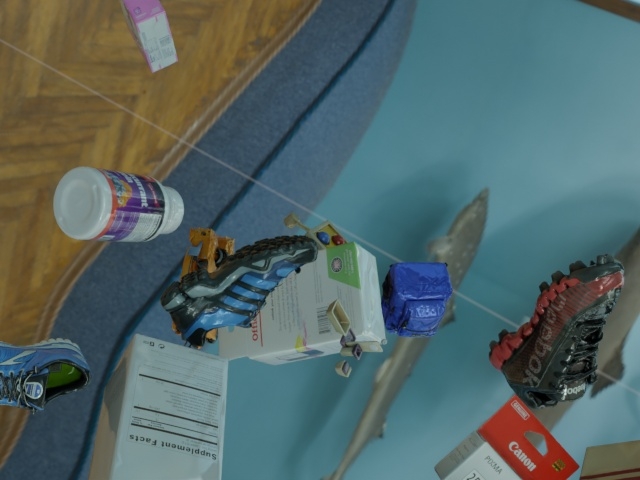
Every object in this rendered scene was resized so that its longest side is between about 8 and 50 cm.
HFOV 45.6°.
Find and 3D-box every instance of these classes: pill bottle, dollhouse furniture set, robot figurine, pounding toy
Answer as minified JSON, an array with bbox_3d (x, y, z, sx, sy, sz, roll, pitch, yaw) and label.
[{"bbox_3d":[-0.303,-0.052,1.175,0.193,0.108,0.108,3,115,-62],"label":"pill bottle"},{"bbox_3d":[0.058,0.163,1.295,0.114,0.081,0.091,62,39,-33],"label":"dollhouse furniture set"},{"bbox_3d":[-0.290,0.122,1.887,0.211,0.085,0.291,30,69,-68],"label":"robot figurine"},{"bbox_3d":[0.000,-0.007,1.947,0.094,0.206,0.181,-46,174,28],"label":"pounding toy"}]

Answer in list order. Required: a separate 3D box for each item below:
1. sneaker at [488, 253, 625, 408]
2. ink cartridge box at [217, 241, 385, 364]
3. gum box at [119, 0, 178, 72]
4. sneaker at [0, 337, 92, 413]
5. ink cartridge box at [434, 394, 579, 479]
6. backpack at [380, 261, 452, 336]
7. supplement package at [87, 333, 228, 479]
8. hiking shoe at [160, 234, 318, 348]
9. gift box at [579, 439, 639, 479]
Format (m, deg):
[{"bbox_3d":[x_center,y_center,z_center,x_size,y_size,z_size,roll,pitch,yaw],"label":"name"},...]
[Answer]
[{"bbox_3d":[0.326,0.132,1.001,0.098,0.135,0.276,-6,144,-25],"label":"sneaker"},{"bbox_3d":[-0.050,0.151,1.666,0.119,0.353,0.207,32,49,-58],"label":"ink cartridge box"},{"bbox_3d":[-0.344,-0.428,1.509,0.062,0.107,0.188,-28,165,-11],"label":"gum box"},{"bbox_3d":[-0.613,0.270,1.518,0.330,0.147,0.129,-4,106,-40],"label":"sneaker"},{"bbox_3d":[0.419,0.507,1.647,0.239,0.275,0.060,-42,-160,2],"label":"ink cartridge box"},{"bbox_3d":[0.140,0.100,1.161,0.120,0.098,0.101,104,-12,-53],"label":"backpack"},{"bbox_3d":[-0.267,0.336,1.246,0.177,0.175,0.293,-54,-154,37],"label":"supplement package"},{"bbox_3d":[-0.136,0.089,1.404,0.304,0.132,0.113,-23,-164,1],"label":"hiking shoe"},{"bbox_3d":[0.709,0.577,1.632,0.258,0.276,0.255,-28,-149,48],"label":"gift box"}]
